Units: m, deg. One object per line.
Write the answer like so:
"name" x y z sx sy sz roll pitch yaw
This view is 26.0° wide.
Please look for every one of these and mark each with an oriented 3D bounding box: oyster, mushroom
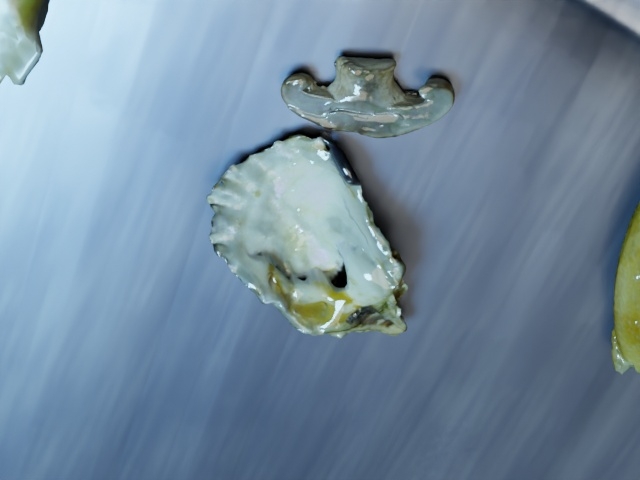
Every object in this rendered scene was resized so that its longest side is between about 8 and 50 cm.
"oyster" 0.000 0.000 0.833 0.146 0.045 0.122 17 123 -5
"mushroom" 0.027 -0.082 0.798 0.101 0.019 0.049 0 121 -4

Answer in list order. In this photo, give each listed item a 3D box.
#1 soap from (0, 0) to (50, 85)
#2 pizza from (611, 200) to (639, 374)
"soap" -0.060 -0.263 0.516 0.169 0.304 0.339 27 117 -22
"pizza" 0.291 -0.009 0.834 0.197 0.058 0.292 27 117 -19
